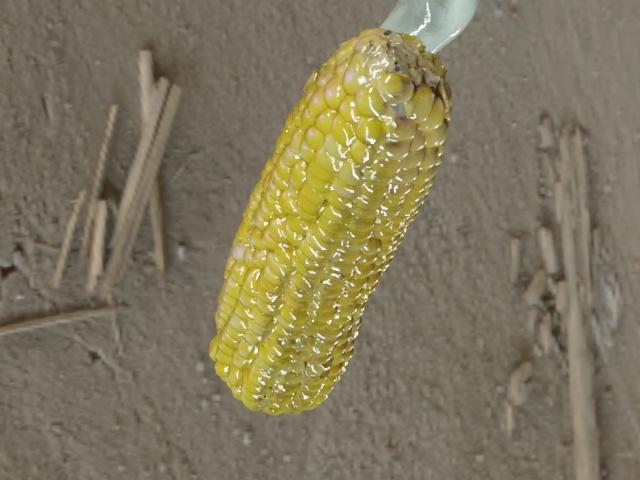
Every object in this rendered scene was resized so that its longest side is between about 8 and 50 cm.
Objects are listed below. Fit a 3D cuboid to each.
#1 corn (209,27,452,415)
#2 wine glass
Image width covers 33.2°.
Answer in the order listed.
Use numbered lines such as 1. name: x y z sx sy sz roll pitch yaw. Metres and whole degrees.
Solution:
1. corn: 0.000 0.000 0.624 0.101 0.101 0.292 -54 172 -42
2. wine glass: 0.156 -0.307 1.362 0.093 0.202 0.093 39 18 -15
